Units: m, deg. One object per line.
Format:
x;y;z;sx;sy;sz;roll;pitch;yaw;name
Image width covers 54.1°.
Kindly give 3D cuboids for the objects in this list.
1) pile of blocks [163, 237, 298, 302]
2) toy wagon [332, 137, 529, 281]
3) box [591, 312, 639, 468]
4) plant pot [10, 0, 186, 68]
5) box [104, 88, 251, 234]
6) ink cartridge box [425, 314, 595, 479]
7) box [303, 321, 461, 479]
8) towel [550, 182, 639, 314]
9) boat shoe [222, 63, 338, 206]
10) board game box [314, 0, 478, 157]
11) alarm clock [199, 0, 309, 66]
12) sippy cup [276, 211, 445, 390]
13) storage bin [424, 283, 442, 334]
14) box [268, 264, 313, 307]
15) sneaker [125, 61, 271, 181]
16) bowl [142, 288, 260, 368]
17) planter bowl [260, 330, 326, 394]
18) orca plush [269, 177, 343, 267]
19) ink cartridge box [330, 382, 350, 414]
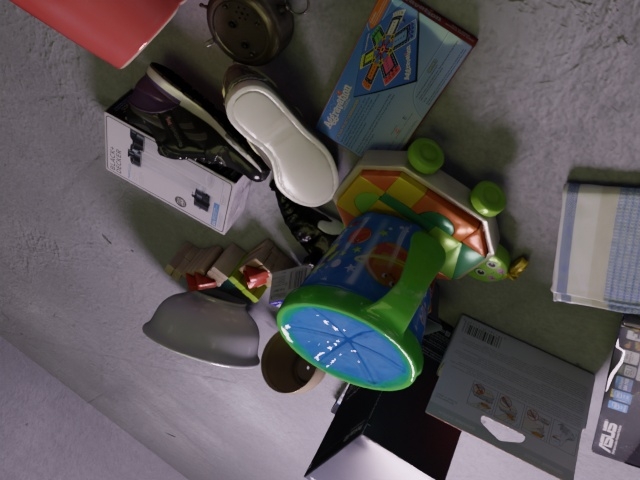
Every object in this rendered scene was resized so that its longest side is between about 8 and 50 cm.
-0.221;0.089;1.438;0.362;0.112;0.149;-1;130;36;pile of blocks
0.193;-0.020;1.050;0.344;0.068;0.267;33;147;-5;toy wagon
0.648;0.271;1.043;0.318;0.097;0.395;15;138;27;box
-0.318;-0.399;0.890;0.243;0.275;0.275;40;142;-26;plant pot
-0.282;-0.152;1.242;0.290;0.087;0.169;30;142;4;box
0.347;0.292;1.156;0.275;0.239;0.060;25;141;11;ink cartridge box
0.153;0.369;1.316;0.179;0.312;0.343;33;143;1;box
0.489;0.021;0.912;0.285;0.034;0.209;8;121;26;towel
-0.062;-0.170;1.054;0.109;0.091;0.305;-31;138;9;boat shoe
0.101;-0.229;0.943;0.145;0.027;0.281;32;142;-1;board game box
-0.095;-0.334;0.944;0.192;0.064;0.129;-9;126;37;alarm clock
0.080;0.084;1.008;0.305;0.224;0.240;0;137;36;sippy cup
0.168;0.108;1.183;0.135;0.091;0.098;27;148;-24;storage bin
-0.015;0.109;1.307;0.137;0.072;0.126;24;153;-38;box
-0.220;-0.180;1.123;0.283;0.107;0.124;40;105;2;sneaker
-0.267;0.193;1.517;0.298;0.134;0.298;18;-178;-1;bowl
-0.050;0.302;1.530;0.162;0.162;0.109;4;160;31;planter bowl
0.000;0.000;1.197;0.151;0.102;0.287;-18;119;45;orca plush
0.145;0.442;1.616;0.208;0.045;0.206;27;141;5;ink cartridge box
